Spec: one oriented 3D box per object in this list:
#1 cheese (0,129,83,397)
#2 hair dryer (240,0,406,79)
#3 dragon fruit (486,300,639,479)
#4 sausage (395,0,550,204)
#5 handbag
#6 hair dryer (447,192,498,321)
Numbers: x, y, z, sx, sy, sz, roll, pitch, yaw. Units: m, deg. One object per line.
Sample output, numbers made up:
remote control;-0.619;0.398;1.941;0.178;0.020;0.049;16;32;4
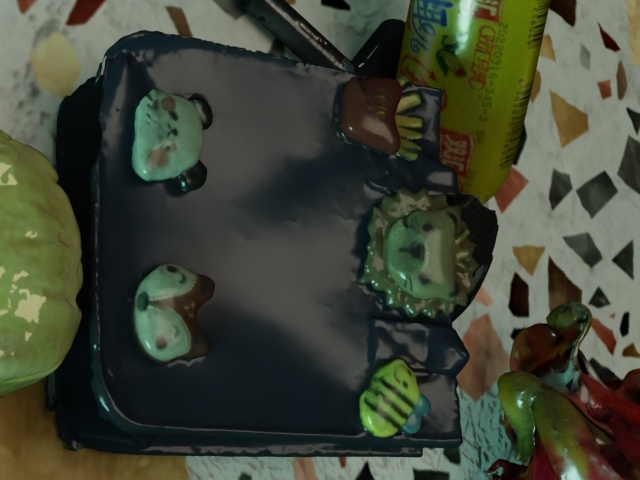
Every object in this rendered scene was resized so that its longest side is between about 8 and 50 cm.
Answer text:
cheese;-0.270;0.008;0.989;0.226;0.117;0.214;5;69;-38
hair dryer;-0.009;-0.193;1.336;0.195;0.050;0.173;51;47;-17
dragon fruit;0.263;0.233;1.375;0.227;0.243;0.307;-25;58;-22
sausage;0.134;-0.171;1.333;0.123;0.123;0.347;-13;121;-44
handbag;-0.033;0.010;1.141;0.329;0.122;0.303;5;74;-22
hair dryer;0.000;0.000;1.281;0.272;0.091;0.235;40;75;-3
